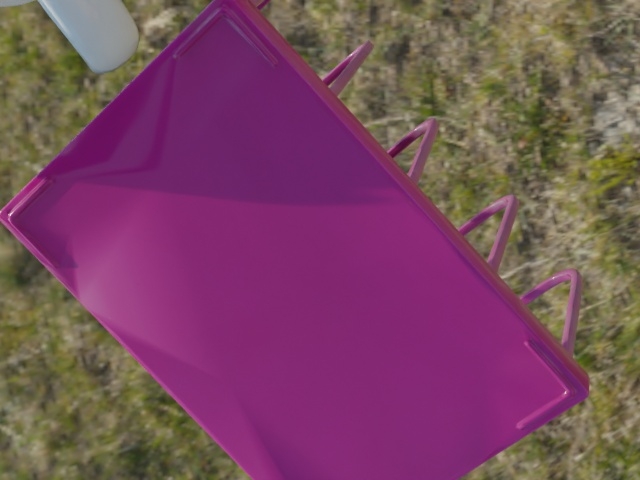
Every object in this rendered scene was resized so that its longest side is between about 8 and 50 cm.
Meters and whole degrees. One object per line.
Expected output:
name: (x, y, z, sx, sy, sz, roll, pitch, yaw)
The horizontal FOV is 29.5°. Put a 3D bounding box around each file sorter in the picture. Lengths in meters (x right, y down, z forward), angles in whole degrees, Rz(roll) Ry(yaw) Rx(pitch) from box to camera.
file sorter: (0.000, 0.000, 0.758, 0.202, 0.182, 0.291, -39, 99, 26)

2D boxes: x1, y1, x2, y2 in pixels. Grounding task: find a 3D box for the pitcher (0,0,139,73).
pitcher: (-0.144, -0.155, 0.409, 0.125, 0.178, 0.207, -39, 65, -11)
